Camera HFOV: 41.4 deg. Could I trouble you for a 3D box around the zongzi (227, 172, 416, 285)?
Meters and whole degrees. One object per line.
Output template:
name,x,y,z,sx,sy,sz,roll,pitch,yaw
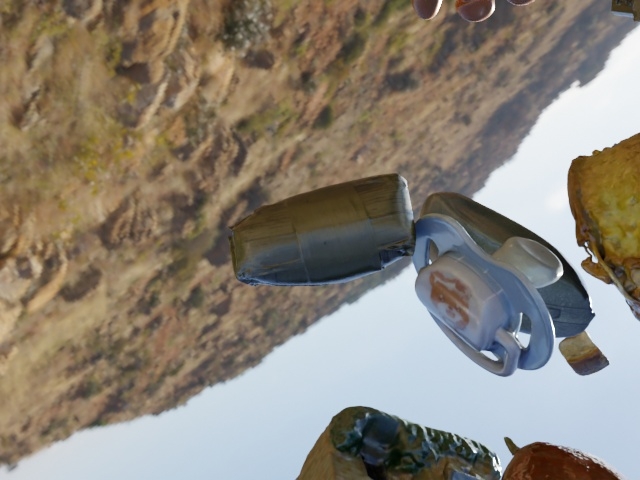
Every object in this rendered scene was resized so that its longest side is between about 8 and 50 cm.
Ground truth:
zongzi,0.000,0.000,1.322,0.274,0.145,0.300,-13,176,-3

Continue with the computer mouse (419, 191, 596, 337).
computer mouse,0.298,0.051,1.478,0.114,0.374,0.203,-31,138,-27

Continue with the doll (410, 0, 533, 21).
doll,0.108,-0.255,0.675,0.143,0.135,0.221,-15,145,27

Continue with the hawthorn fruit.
hawthorn fruit,0.333,0.363,1.163,0.199,0.251,0.199,-19,139,-18

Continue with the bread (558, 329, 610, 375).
bread,0.533,0.232,1.714,0.070,0.077,0.083,-37,136,12

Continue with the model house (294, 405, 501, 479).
model house,0.149,0.556,1.623,0.335,0.382,0.342,-62,-168,16

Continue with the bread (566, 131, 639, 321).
bread,0.548,-0.026,1.313,0.358,0.337,0.204,-2,146,-44

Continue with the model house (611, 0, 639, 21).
model house,0.664,-0.492,1.587,0.181,0.176,0.248,-6,-158,-23

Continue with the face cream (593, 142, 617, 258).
face cream,0.610,-0.036,1.803,0.135,0.385,0.086,-44,-133,-11

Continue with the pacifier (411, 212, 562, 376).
pacifier,0.257,0.062,1.234,0.207,0.279,0.227,-33,144,-21
